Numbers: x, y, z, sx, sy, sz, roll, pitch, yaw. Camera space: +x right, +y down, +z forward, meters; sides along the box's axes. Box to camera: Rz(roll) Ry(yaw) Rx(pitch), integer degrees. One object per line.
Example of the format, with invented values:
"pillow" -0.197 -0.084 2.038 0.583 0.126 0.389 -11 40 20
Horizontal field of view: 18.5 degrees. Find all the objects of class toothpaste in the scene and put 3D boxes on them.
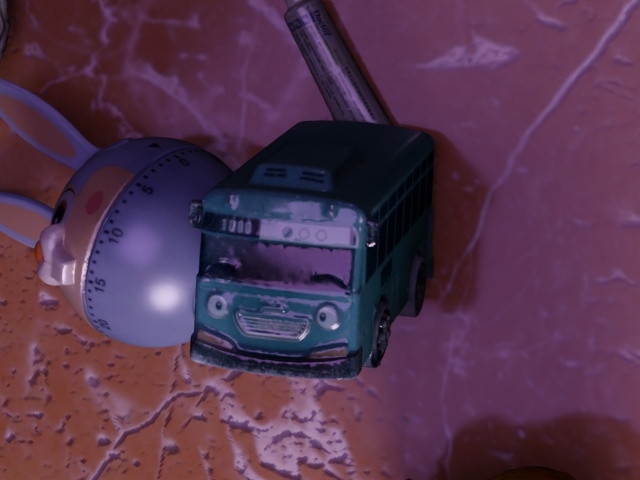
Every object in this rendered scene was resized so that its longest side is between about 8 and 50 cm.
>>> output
"toothpaste" 0.020 -0.112 1.495 0.048 0.029 0.197 -28 91 18

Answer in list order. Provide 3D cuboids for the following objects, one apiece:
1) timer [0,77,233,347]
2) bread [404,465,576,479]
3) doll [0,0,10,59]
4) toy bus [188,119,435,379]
"timer" -0.171 -0.012 1.477 0.255 0.175 0.175 16 98 7
"bread" 0.141 0.300 1.368 0.172 0.312 0.312 -19 89 1
"doll" -0.297 -0.174 1.546 0.103 0.071 0.214 4 99 15
"toy bus" 0.000 0.000 1.381 0.128 0.256 0.147 5 105 13
